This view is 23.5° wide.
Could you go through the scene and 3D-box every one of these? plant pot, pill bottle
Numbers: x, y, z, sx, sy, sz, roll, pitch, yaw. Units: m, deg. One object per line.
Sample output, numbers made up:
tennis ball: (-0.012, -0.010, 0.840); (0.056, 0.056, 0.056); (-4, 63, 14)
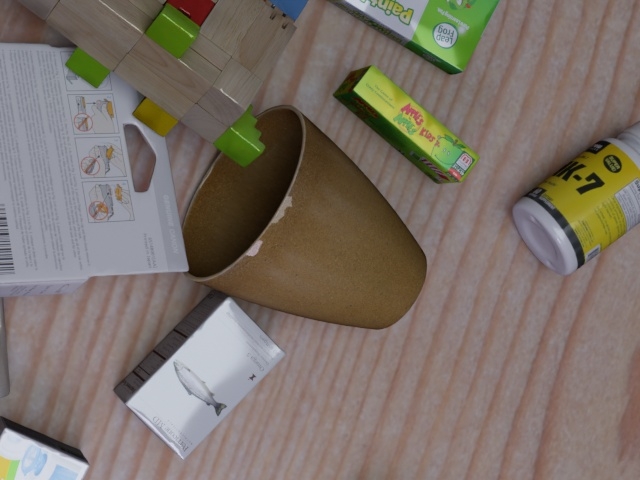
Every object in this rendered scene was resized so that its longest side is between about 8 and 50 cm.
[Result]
plant pot: (0.000, 0.000, 1.860); (0.254, 0.237, 0.237); (31, 83, -27)
pill bottle: (0.364, -0.059, 1.995); (0.208, 0.119, 0.119); (-36, 100, -12)

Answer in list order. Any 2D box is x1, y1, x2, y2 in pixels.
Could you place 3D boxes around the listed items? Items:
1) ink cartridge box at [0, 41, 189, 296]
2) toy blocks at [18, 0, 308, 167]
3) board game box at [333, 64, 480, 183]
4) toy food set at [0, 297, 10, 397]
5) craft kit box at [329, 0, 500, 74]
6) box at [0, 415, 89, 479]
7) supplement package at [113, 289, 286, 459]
ink cartridge box: (-0.307, -0.086, 1.797); (0.261, 0.066, 0.296); (-2, 73, -31)
toy blocks: (-0.167, -0.306, 1.811); (0.381, 0.191, 0.261); (36, 55, -12)
board game box: (0.108, -0.144, 1.938); (0.181, 0.092, 0.043); (39, 81, -13)
toy food set: (-0.525, 0.084, 1.787); (0.306, 0.092, 0.219); (-4, 93, -6)
craft kit box: (0.128, -0.379, 1.959); (0.250, 0.061, 0.246); (29, 87, -14)
box: (-0.372, 0.326, 1.817); (0.114, 0.103, 0.203); (26, 85, -14)
supplement package: (-0.148, 0.161, 1.871); (0.179, 0.105, 0.105); (-46, 104, -9)
